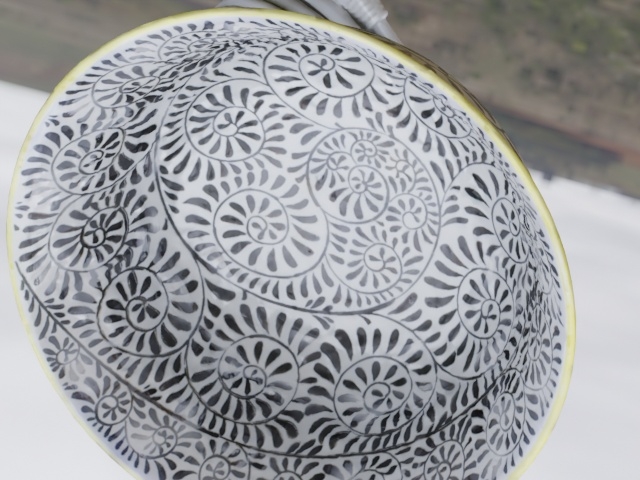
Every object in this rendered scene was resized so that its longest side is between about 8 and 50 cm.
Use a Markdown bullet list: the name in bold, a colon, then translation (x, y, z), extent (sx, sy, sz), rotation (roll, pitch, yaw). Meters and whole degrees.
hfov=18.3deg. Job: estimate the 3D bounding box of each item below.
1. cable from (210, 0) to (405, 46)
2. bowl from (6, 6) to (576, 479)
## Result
- **cable**: translation (0.003, 0.004, 0.957), extent (0.089, 0.257, 0.257), rotation (-27, 162, -19)
- **bowl**: translation (0.000, 0.000, 0.589), extent (0.170, 0.170, 0.080), rotation (17, -151, 12)
